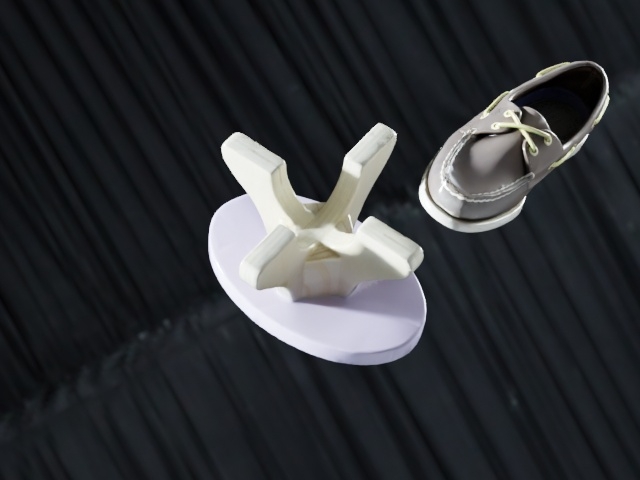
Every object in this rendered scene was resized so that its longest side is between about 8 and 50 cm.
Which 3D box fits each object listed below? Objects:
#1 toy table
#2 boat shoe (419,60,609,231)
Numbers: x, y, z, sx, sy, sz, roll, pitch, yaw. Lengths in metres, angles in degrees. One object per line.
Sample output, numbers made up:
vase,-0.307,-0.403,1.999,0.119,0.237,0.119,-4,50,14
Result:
toy table,0.000,0.000,1.653,0.161,0.274,0.252,97,-160,-53
boat shoe,0.224,-0.113,1.691,0.324,0.116,0.097,-34,-19,-45
